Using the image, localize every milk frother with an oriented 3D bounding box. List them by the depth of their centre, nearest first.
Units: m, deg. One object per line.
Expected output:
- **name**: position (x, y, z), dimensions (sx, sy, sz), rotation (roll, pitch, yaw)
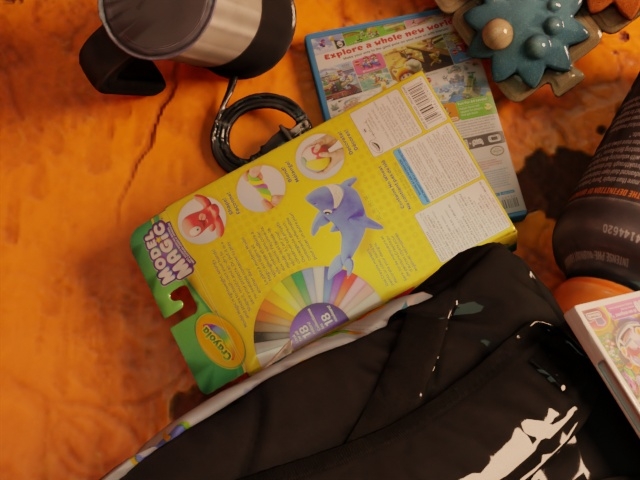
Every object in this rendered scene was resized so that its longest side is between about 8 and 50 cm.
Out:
- **milk frother**: position (-0.068, -0.118, 0.876), dimensions (0.143, 0.135, 0.129), rotation (39, 104, 15)

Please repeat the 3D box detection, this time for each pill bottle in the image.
- **pill bottle**: position (0.232, -0.027, 0.853), dimensions (0.130, 0.130, 0.245), rotation (29, 72, 9)

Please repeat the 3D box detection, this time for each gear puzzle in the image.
- **gear puzzle**: position (0.220, -0.248, 0.894), dimensions (0.339, 0.044, 0.175), rotation (-36, 83, 10)

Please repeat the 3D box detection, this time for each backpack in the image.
- **backpack**: position (0.004, 0.202, 0.707), dimensions (0.355, 0.273, 0.290), rotation (-22, 73, -41)

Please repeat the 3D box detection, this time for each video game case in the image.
- **video game case**: position (0.187, 0.083, 0.720), dimensions (0.087, 0.011, 0.122), rotation (-7, 61, -49)
- **video game case**: position (0.064, -0.080, 0.930), dimensions (0.119, 0.015, 0.166), rotation (-12, 70, -5)

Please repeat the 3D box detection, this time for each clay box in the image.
- **clay box**: position (0.000, 0.000, 0.866), dimensions (0.222, 0.053, 0.127), rotation (-28, 72, 1)
